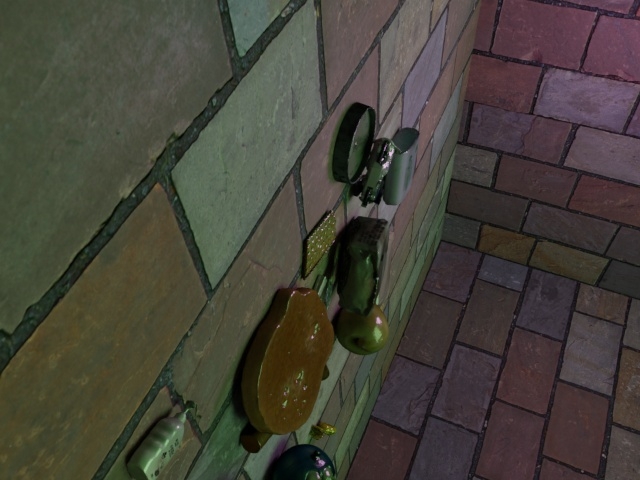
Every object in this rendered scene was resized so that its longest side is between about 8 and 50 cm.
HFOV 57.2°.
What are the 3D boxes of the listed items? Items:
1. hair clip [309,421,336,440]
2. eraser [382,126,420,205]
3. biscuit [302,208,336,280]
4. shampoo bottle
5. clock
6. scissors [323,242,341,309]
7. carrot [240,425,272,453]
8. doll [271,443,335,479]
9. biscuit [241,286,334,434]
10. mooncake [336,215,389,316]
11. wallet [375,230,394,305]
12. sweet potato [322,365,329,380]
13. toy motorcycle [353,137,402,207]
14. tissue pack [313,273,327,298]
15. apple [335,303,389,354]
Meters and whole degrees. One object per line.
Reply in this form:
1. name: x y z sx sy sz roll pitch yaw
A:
1. hair clip: 0.010 0.718 2.227 0.173 0.072 0.046 28 83 -63
2. eraser: 0.281 -0.259 2.065 0.226 0.081 0.174 92 23 -44
3. biscuit: 0.001 0.000 1.550 0.203 0.016 0.144 -53 155 -46
4. shampoo bottle: -0.265 0.339 1.006 0.152 0.045 0.077 -56 156 -45
5. clock: 0.093 -0.253 1.543 0.215 0.042 0.214 17 90 -73
6. scissors: 0.035 0.109 1.709 0.133 0.020 0.187 89 14 -60
7. carrot: -0.129 0.463 1.528 0.225 0.067 0.067 -38 143 -59
8. doll: -0.071 0.762 1.820 0.199 0.186 0.321 8 120 -43
9. biscuit: -0.079 0.299 1.461 0.385 0.062 0.365 60 44 -54
10. mooncake: 0.128 0.072 1.799 0.254 0.136 0.250 -61 161 -58
11. wallet: 0.243 0.136 2.381 0.275 0.068 0.335 -42 140 -66
12. sweet potato: 0.002 0.429 1.923 0.249 0.060 0.069 82 17 -63
13. toy motorcycle: 0.163 -0.205 1.691 0.150 0.102 0.221 -68 176 -55
14. tissue pack: -0.010 0.153 1.655 0.056 0.023 0.108 69 41 -66
15. apple: 0.143 0.299 2.019 0.200 0.200 0.200 18 90 -73
